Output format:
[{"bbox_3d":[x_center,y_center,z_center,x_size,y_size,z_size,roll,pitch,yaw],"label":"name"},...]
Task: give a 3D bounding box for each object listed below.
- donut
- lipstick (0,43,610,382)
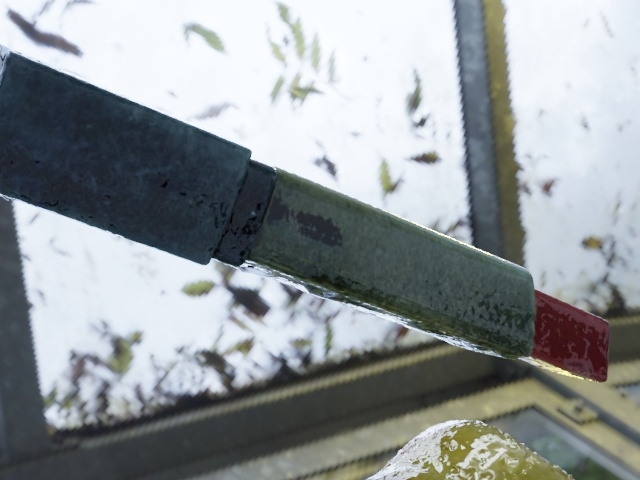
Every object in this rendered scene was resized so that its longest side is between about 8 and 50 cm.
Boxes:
[{"bbox_3d":[0.084,0.136,0.593,0.058,0.152,0.152,-46,-44,-21],"label":"donut"},{"bbox_3d":[0.000,0.000,0.594,0.312,0.051,0.051,20,-91,-31],"label":"lipstick"}]
